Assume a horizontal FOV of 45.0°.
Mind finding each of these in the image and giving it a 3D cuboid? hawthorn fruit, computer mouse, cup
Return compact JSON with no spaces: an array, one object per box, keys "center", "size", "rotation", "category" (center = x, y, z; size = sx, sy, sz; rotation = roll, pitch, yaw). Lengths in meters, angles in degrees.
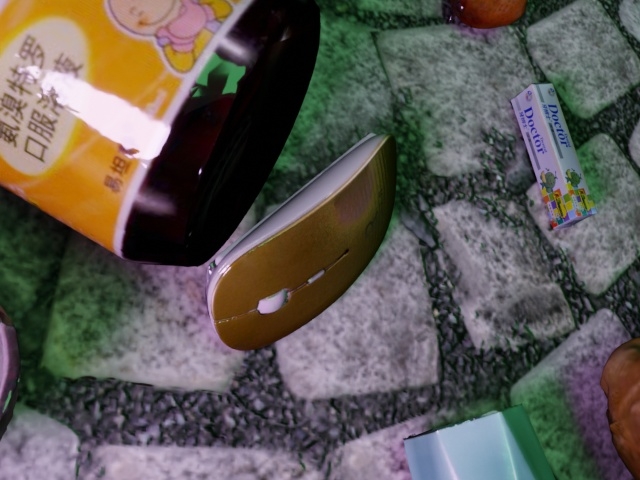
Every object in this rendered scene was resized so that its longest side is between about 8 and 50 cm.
[{"center":[0.190,-0.282,0.891],"size":[0.093,0.081,0.081],"rotation":[-24,83,-16],"category":"hawthorn fruit"},{"center":[0.000,0.000,0.677],"size":[0.056,0.126,0.245],"rotation":[29,52,30],"category":"computer mouse"},{"center":[0.154,0.266,0.650],"size":[0.134,0.148,0.236],"rotation":[11,57,-58],"category":"cup"}]

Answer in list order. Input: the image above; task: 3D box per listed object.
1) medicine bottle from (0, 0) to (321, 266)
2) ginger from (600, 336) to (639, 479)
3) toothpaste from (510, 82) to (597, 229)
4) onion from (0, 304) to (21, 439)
[{"center":[-0.214,-0.158,0.565],"size":[0.395,0.242,0.242],"rotation":[27,61,1],"category":"medicine bottle"},{"center":[0.405,0.187,0.757],"size":[0.223,0.200,0.269],"rotation":[-39,134,-2],"category":"ginger"},{"center":[0.263,-0.095,0.875],"size":[0.034,0.046,0.164],"rotation":[-8,76,-25],"category":"toothpaste"},{"center":[-0.345,0.037,0.466],"size":[0.267,0.159,0.349],"rotation":[-2,65,-39],"category":"onion"}]
